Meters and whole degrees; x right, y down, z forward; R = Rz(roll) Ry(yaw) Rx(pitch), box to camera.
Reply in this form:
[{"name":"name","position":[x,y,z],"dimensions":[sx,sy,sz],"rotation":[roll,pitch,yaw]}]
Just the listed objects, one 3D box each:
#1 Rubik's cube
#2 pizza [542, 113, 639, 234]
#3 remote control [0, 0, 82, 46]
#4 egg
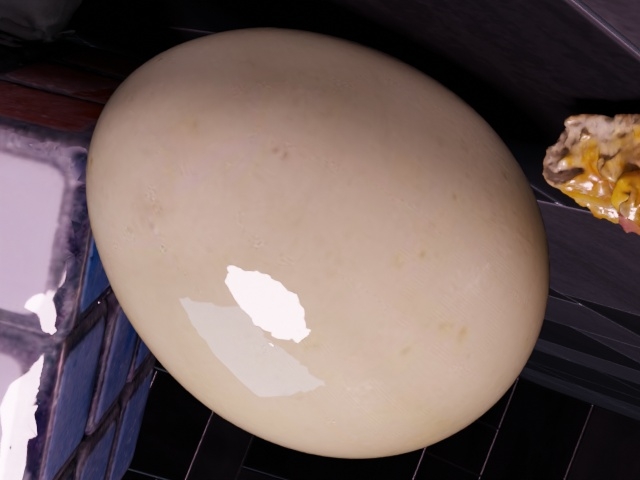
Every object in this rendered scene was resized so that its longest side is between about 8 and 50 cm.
[{"name":"Rubik's cube","position":[-0.258,0.025,0.781],"dimensions":[0.303,0.301,0.305],"rotation":[16,-166,4]},{"name":"pizza","position":[0.203,0.004,0.520],"dimensions":[0.246,0.058,0.127],"rotation":[18,174,16]},{"name":"remote control","position":[-0.240,-0.165,0.692],"dimensions":[0.247,0.052,0.104],"rotation":[22,177,-36]},{"name":"egg","position":[0.000,0.000,0.619],"dimensions":[0.188,0.189,0.253],"rotation":[17,163,48]}]
